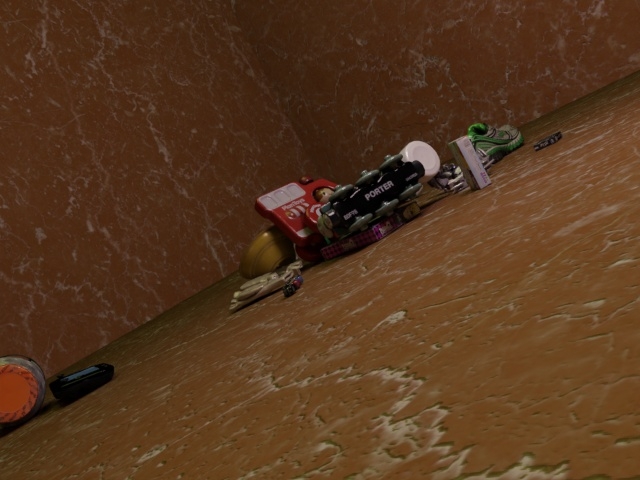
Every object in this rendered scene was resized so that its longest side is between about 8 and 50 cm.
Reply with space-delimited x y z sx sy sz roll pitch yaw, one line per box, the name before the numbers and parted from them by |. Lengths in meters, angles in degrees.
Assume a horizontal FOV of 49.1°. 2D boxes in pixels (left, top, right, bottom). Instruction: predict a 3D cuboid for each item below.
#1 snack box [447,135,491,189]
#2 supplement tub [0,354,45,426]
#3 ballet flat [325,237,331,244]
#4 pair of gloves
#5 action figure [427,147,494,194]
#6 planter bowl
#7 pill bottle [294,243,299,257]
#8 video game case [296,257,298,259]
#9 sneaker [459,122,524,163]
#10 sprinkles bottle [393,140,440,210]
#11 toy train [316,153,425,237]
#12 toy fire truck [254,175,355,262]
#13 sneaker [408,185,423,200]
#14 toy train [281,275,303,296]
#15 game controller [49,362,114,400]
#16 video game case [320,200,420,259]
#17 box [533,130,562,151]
snack box | 0.391 -0.203 1.843 0.037 0.141 0.100 -28 3 1
supplement tub | -0.888 0.426 2.005 0.193 0.194 0.316 -29 3 -21
ballet flat | 0.000 0.000 2.317 0.072 0.068 0.213 -4 39 -1
pair of gloves | -0.151 0.126 2.009 0.204 0.042 0.240 -23 7 14
action figure | 0.409 -0.205 2.119 0.185 0.099 0.285 -23 6 -12
planter bowl | -0.142 0.060 2.177 0.217 0.090 0.217 -38 -28 -24
pill bottle | -0.029 0.006 2.425 0.087 0.087 0.160 -25 5 35
video game case | 0.036 -0.021 2.725 0.329 0.036 0.300 -28 3 4
sneaker | 0.594 -0.353 2.424 0.134 0.146 0.343 -25 4 39
sprinkles bottle | 0.224 -0.167 2.162 0.121 0.121 0.355 -30 -8 -35
toy train | 0.138 -0.113 1.934 0.334 0.142 0.190 -32 -7 -20
toy fire truck | -0.017 -0.099 2.144 0.302 0.254 0.169 -30 -28 -35
sneaker | 0.334 -0.204 2.668 0.151 0.094 0.256 -26 4 -32
toy train | -0.067 0.110 1.733 0.036 0.027 0.158 -24 5 8
game controller | -0.668 0.386 1.956 0.166 0.067 0.319 -29 5 -24
video game case | 0.142 -0.028 1.996 0.210 0.042 0.232 -31 5 -42
box | 0.660 -0.288 2.033 0.067 0.018 0.083 -25 4 35
